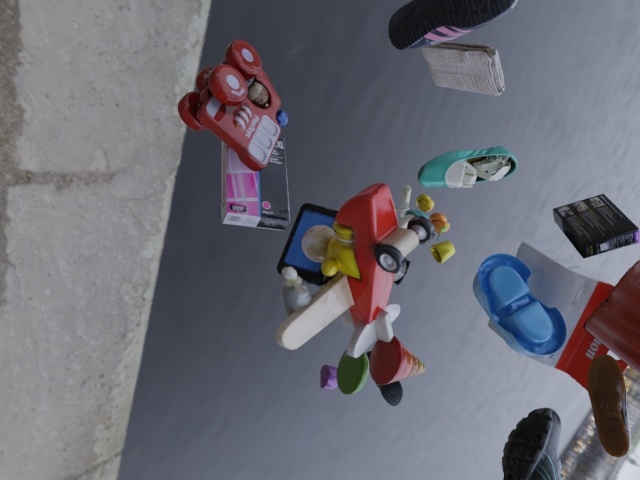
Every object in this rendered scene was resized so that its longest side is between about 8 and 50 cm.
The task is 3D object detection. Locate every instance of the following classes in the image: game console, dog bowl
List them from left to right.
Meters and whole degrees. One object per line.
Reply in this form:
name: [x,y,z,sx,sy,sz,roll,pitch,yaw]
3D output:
game console: [0.000,0.000,1.800,0.250,0.173,0.293,-26,-138,68]
dog bowl: [0.531,0.180,1.411,0.166,0.297,0.074,-24,161,-21]

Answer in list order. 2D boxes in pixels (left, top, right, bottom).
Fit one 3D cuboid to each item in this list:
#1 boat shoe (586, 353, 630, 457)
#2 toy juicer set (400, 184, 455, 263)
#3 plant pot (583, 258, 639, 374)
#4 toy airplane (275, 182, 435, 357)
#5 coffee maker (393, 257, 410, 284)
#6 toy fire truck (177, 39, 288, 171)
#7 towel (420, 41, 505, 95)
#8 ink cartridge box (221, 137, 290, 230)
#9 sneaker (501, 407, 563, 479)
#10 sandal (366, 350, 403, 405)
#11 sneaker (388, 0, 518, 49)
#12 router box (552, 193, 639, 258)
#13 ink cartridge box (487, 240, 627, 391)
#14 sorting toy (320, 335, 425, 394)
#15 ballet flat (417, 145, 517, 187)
boat shoe: [0.611,0.347,1.099,0.073,0.073,0.206,19,69,-56]
toy juicer set: [0.331,-0.077,1.791,0.090,0.329,0.209,-26,130,-11]
plant pot: [0.743,0.193,1.107,0.272,0.265,0.272,-36,149,-25]
toy airplane: [0.073,0.067,1.168,0.384,0.272,0.386,-60,156,4]
coffee maker: [0.190,0.072,1.791,0.178,0.171,0.120,26,69,-21]
toy fire truck: [-0.202,-0.351,1.355,0.254,0.169,0.302,42,43,-27]
towel: [0.475,-0.577,1.738,0.049,0.282,0.187,-54,138,-14]
ink cartridge box: [-0.186,-0.206,1.458,0.176,0.370,0.069,7,147,-22]
sneaker: [0.369,0.424,0.893,0.267,0.106,0.101,-63,-175,-19]
sandal: [0.192,0.420,1.587,0.067,0.179,0.040,-28,164,-13]
sneaker: [0.291,-0.483,1.078,0.131,0.319,0.112,-20,106,-34]
router box: [0.680,-0.039,1.289,0.133,0.179,0.046,-18,122,11]
ink cartridge box: [0.676,0.223,1.457,0.091,0.385,0.308,-1,119,-29]
sorting toy: [0.138,0.343,1.348,0.126,0.365,0.127,19,59,-25]
ballet flat: [0.341,-0.160,1.161,0.247,0.087,0.083,-15,125,-20]
